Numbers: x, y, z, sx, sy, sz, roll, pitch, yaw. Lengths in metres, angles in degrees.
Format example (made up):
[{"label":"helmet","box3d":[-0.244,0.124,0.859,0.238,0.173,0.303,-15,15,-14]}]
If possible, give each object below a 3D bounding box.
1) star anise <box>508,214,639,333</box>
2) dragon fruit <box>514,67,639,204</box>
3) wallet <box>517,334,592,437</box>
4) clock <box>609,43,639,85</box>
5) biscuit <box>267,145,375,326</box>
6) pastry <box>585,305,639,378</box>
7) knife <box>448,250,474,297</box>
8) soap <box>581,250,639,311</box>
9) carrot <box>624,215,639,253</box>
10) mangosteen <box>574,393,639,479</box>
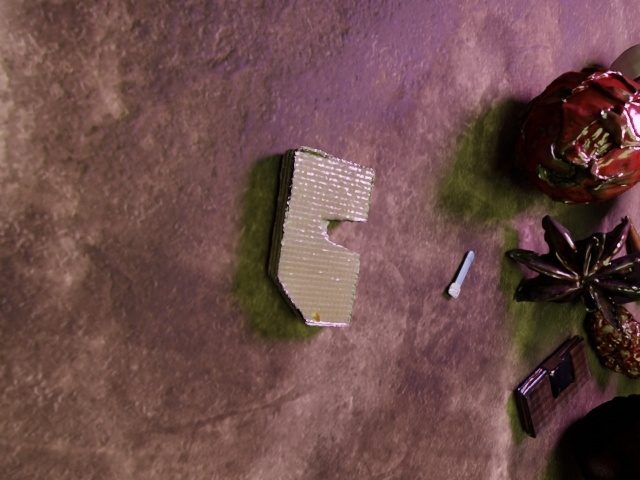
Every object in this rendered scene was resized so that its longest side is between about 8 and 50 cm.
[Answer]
[{"label":"star anise","box3d":[0.506,0.064,0.968,0.283,0.129,0.212,8,116,3]},{"label":"dragon fruit","box3d":[0.470,-0.181,0.892,0.299,0.244,0.244,-27,109,-34]},{"label":"wallet","box3d":[0.516,0.316,1.079,0.230,0.042,0.124,-30,113,-25]},{"label":"clock","box3d":[0.739,-0.220,1.019,0.342,0.184,0.325,49,29,-36]},{"label":"biscuit","box3d":[0.000,0.000,0.712,0.147,0.046,0.249,7,91,-34]},{"label":"pastry","box3d":[0.711,0.236,1.166,0.208,0.097,0.115,52,58,-24]},{"label":"knife","box3d":[0.259,0.060,0.906,0.027,0.010,0.096,38,73,-29]},{"label":"soap","box3d":[0.750,0.058,1.027,0.286,0.296,0.107,-6,75,-26]},{"label":"carrot","box3d":[0.801,0.045,1.233,0.049,0.049,0.254,-37,109,-24]},{"label":"mangosteen","box3d":[0.717,0.490,1.067,0.297,0.297,0.313,58,27,-23]}]
